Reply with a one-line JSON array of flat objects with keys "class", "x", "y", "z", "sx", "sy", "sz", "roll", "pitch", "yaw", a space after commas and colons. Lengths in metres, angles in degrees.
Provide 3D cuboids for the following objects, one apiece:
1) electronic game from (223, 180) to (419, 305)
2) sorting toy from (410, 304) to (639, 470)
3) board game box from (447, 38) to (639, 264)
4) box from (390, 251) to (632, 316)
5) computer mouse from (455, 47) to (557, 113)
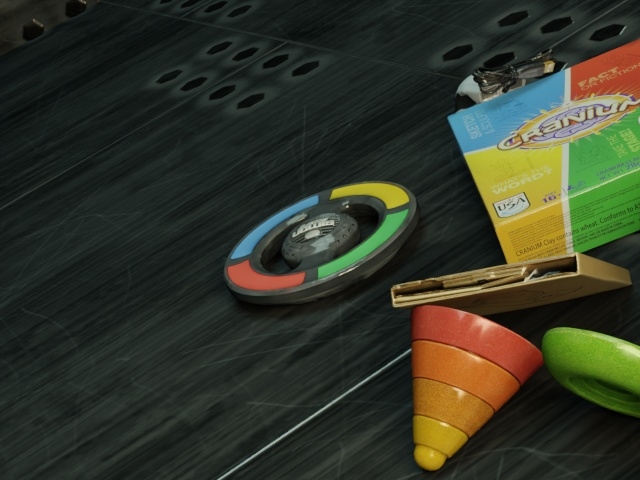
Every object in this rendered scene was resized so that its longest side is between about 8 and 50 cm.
[{"class": "electronic game", "x": 0.000, "y": 0.000, "z": 1.745, "sx": 0.229, "sy": 0.048, "sz": 0.229, "roll": -19, "pitch": 24, "yaw": 9}, {"class": "sorting toy", "x": 0.195, "y": 0.144, "z": 1.243, "sx": 0.365, "sy": 0.127, "sz": 0.126, "roll": 8, "pitch": 68, "yaw": 46}, {"class": "board game box", "x": 0.274, "y": -0.094, "z": 1.666, "sx": 0.242, "sy": 0.064, "sz": 0.316, "roll": -22, "pitch": 24, "yaw": 5}, {"class": "box", "x": 0.171, "y": 0.041, "z": 1.394, "sx": 0.164, "sy": 0.021, "sz": 0.201, "roll": -11, "pitch": -10, "yaw": 21}, {"class": "computer mouse", "x": 0.199, "y": -0.184, "z": 1.860, "sx": 0.106, "sy": 0.042, "sz": 0.193, "roll": -22, "pitch": -2, "yaw": -16}]
